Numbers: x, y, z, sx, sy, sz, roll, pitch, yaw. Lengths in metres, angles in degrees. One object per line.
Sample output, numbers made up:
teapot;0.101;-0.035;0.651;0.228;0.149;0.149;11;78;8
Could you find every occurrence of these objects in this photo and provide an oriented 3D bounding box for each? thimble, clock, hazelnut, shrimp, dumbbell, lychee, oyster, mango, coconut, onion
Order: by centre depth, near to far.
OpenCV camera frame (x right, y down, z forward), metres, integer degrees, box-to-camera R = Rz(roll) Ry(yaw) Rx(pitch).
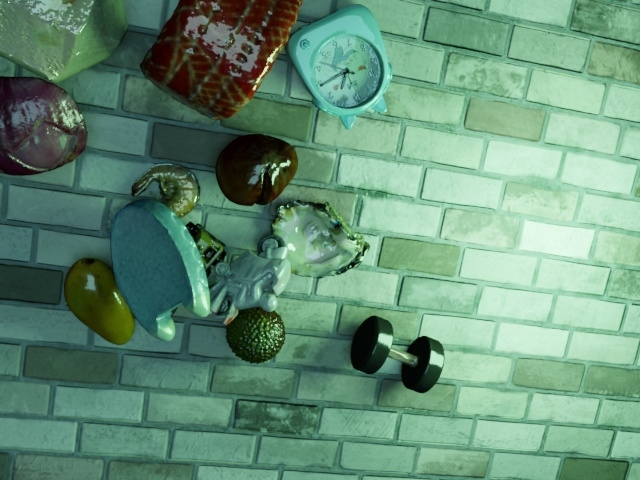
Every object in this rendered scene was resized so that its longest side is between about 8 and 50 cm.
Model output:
coconut;-0.564;-0.494;1.552;0.310;0.297;0.297;22;98;-12
thimble;-0.218;-0.451;1.609;0.231;0.350;0.350;31;95;-18
onion;-0.651;-0.231;1.622;0.248;0.111;0.250;0;131;1
hazelnut;-0.149;-0.176;1.764;0.204;0.178;0.178;-12;106;-27
clock;0.056;-0.416;1.795;0.224;0.094;0.274;-25;109;-4
mango;-0.540;0.155;1.798;0.139;0.113;0.253;-19;118;4
shrimp;-0.412;-0.088;1.803;0.251;0.052;0.143;-39;96;-6
lychee;-0.163;0.241;1.865;0.171;0.171;0.171;-3;103;-11
oyster;-0.001;-0.002;1.883;0.260;0.092;0.198;8;103;5
dumbbell;0.206;0.304;1.961;0.218;0.152;0.152;22;98;-16

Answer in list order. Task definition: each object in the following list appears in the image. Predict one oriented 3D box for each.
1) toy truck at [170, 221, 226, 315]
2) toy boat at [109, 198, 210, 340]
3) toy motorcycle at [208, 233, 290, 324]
toy truck;-0.350;0.086;1.813;0.127;0.127;0.257;41;96;-18
toy boat;-0.364;0.058;1.707;0.215;0.123;0.330;-37;75;26
toy motorcycle;-0.166;0.109;1.816;0.260;0.110;0.171;-41;67;-5
